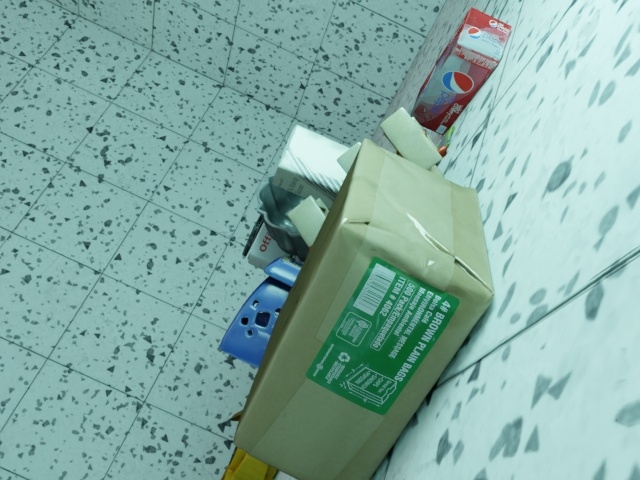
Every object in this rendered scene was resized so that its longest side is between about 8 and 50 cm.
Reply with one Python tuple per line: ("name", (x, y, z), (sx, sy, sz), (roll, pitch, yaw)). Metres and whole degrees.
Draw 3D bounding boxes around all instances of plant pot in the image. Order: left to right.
("plant pot", (-0.051, 0.161, 1.348), (0.236, 0.236, 0.212), (-84, 20, -88))

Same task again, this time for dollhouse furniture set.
("dollhouse furniture set", (0.092, -0.063, 1.017), (0.259, 0.135, 0.262), (-38, -7, 9))

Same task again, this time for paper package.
("paper package", (0.050, 0.085, 0.785), (0.309, 0.168, 0.325), (-72, 8, -63))

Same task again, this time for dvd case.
("dvd case", (-0.143, -0.081, 1.706), (0.221, 0.018, 0.164), (-66, 4, -32))

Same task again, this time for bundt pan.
("bundt pan", (0.022, -0.065, 1.488), (0.331, 0.330, 0.124), (-68, -22, -47))

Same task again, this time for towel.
("towel", (0.235, -0.178, 1.258), (0.083, 0.009, 0.060), (-62, 3, 45))

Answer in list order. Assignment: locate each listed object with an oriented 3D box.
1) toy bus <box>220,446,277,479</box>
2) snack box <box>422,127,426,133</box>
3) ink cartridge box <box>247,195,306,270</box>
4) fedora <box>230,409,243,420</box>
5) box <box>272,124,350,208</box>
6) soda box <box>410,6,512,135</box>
("toy bus", (-0.205, 0.624, 1.501), (0.130, 0.108, 0.333), (-72, 8, -68))
("snack box", (0.215, -0.206, 1.624), (0.100, 0.037, 0.141), (-70, 6, -52))
("ink cartridge box", (-0.021, 0.014, 1.646), (0.117, 0.278, 0.201), (121, 174, -75))
("fedora", (-0.120, 0.432, 1.534), (0.194, 0.194, 0.079), (120, 140, -64))
("box", (0.056, -0.104, 1.206), (0.113, 0.275, 0.094), (122, 170, -74))
("soda box", (0.258, -0.312, 1.231), (0.263, 0.083, 0.092), (122, 171, -67))
